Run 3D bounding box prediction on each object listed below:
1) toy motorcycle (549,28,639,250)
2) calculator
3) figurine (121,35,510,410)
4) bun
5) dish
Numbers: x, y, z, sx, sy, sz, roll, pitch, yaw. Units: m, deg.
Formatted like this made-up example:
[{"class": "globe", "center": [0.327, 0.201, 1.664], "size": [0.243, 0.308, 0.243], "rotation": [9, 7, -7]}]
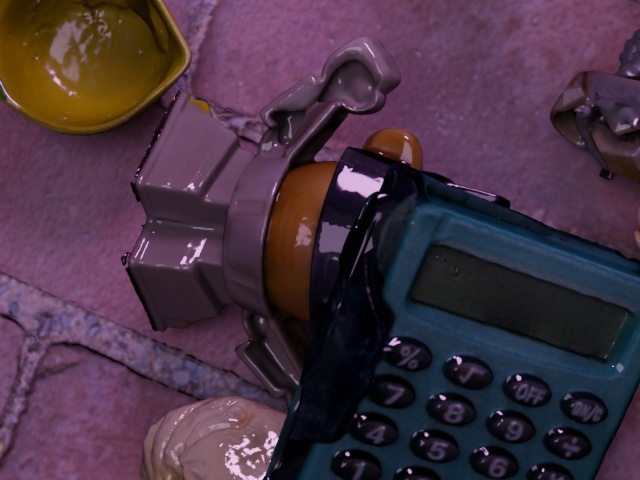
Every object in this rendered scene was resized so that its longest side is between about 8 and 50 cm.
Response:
[{"class": "toy motorcycle", "center": [0.240, -0.059, 1.109], "size": [0.130, 0.094, 0.229], "rotation": [-17, 53, 15]}, {"class": "calculator", "center": [0.099, 0.109, 1.068], "size": [0.248, 0.058, 0.274], "rotation": [19, 101, -23]}, {"class": "figurine", "center": [-0.001, 0.004, 1.157], "size": [0.308, 0.143, 0.308], "rotation": [11, 117, 22]}, {"class": "bun", "center": [-0.065, 0.204, 1.154], "size": [0.164, 0.111, 0.188], "rotation": [-42, 73, 41]}, {"class": "dish", "center": [-0.191, -0.158, 1.267], "size": [0.208, 0.080, 0.149], "rotation": [13, 91, 16]}]
